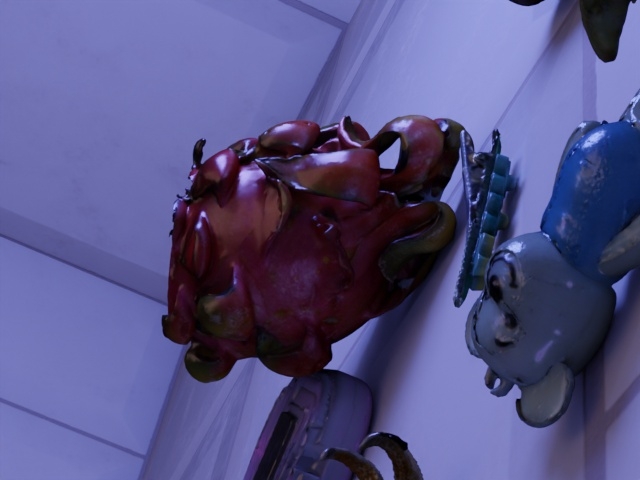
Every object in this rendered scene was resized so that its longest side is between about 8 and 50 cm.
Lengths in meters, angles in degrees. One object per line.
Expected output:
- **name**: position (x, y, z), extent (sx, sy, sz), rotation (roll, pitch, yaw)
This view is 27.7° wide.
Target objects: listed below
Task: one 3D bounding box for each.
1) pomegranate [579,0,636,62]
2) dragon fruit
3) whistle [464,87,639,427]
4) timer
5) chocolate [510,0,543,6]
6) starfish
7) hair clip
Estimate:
- **pomegranate**: position (0.182, -0.278, 0.761), extent (0.260, 0.260, 0.341), rotation (164, 100, -80)
- **dragon fruit**: position (-0.017, -0.002, 1.204), extent (0.307, 0.243, 0.227), rotation (118, 153, -42)
- **whistle**: position (0.151, -0.012, 0.713), extent (0.236, 0.077, 0.114), rotation (-61, 29, 17)
- **timer**: position (-0.023, 0.218, 1.209), extent (0.208, 0.069, 0.191), rotation (-67, 11, -8)
- **chocolate**: position (0.200, -0.266, 1.094), extent (0.149, 0.080, 0.125), rotation (-59, 20, 4)
- **starfish**: position (0.033, 0.201, 0.858), extent (0.190, 0.074, 0.146), rotation (164, 128, -80)
- **hair clip**: position (0.126, -0.023, 1.003), extent (0.049, 0.049, 0.173), rotation (123, 162, -51)
